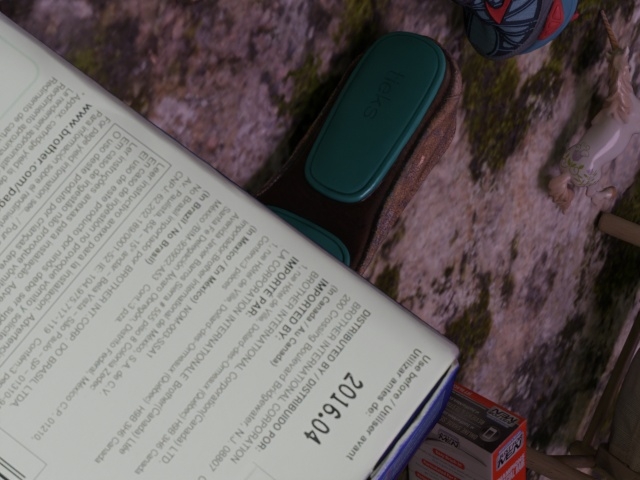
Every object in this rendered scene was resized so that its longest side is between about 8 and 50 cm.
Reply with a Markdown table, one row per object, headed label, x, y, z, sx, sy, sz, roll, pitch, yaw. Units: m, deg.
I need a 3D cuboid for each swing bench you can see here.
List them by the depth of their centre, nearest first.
| label | x | y | z | sx | sy | sz | roll | pitch | yaw |
| --- | --- | --- | --- | --- | --- | --- | --- | --- | --- |
| swing bench | 0.348 | 0.141 | 1.666 | 0.165 | 0.254 | 0.253 | 8 | 107 | -56 |

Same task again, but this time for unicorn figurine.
| label | x | y | z | sx | sy | sz | roll | pitch | yaw |
| --- | --- | --- | --- | --- | --- | --- | --- | --- | --- |
| unicorn figurine | 0.245 | -0.095 | 1.533 | 0.111 | 0.060 | 0.162 | 25 | 92 | -58 |

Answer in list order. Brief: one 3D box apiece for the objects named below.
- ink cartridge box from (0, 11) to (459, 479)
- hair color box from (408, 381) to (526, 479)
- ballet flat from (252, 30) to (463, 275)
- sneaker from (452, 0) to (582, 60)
| label | x | y | z | sx | sy | sz | roll | pitch | yaw |
| --- | --- | --- | --- | --- | --- | --- | --- | --- | --- |
| ink cartridge box | -0.122 | 0.093 | 0.837 | 0.270 | 0.395 | 0.151 | -51 | 169 | -16 |
| hair color box | 0.125 | 0.206 | 1.554 | 0.053 | 0.093 | 0.167 | -39 | 141 | -33 |
| ballet flat | 0.000 | 0.000 | 1.232 | 0.316 | 0.107 | 0.106 | -50 | 159 | -17 |
| sneaker | 0.109 | -0.205 | 1.227 | 0.125 | 0.104 | 0.262 | -23 | 155 | -15 |
